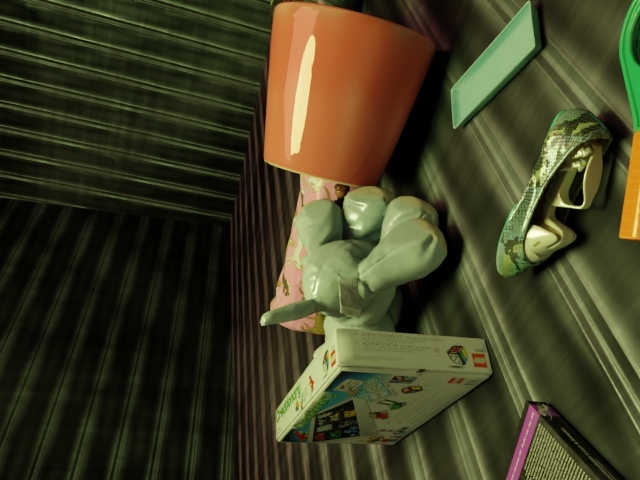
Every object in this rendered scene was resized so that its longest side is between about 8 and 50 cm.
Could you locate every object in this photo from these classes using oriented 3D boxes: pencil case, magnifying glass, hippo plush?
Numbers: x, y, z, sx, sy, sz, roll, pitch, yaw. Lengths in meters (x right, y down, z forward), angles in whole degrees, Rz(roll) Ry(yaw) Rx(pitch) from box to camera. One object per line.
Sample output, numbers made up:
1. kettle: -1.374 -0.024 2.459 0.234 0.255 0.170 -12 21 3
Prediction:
1. pencil case: 0.000 0.000 1.232 0.167 0.159 0.387 -48 -30 -71
2. magnifying glass: 0.281 -0.114 0.507 0.092 0.026 0.231 -166 86 -75
3. hippo plush: 0.083 0.084 0.905 0.294 0.234 0.237 -78 -25 -50

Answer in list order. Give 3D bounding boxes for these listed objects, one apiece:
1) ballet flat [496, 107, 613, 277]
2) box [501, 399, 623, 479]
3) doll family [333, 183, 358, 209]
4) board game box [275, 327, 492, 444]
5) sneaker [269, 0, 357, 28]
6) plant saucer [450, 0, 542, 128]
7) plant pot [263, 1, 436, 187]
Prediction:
1. ballet flat: 0.228 -0.032 0.594 0.070 0.070 0.189 -109 27 -59
2. box: 0.221 0.239 0.547 0.162 0.029 0.116 -120 39 -68
3. doll family: 0.057 -0.042 1.062 0.193 0.075 0.112 -30 -45 -76
4. board game box: 0.066 0.209 0.817 0.305 0.192 0.053 119 153 -53
5. sneaker: -0.034 -0.565 1.573 0.483 0.185 0.203 172 109 -76
6. plant saucer: 0.221 -0.217 0.782 0.192 0.018 0.067 133 142 -64
7. plant pot: 0.026 -0.224 0.988 0.275 0.274 0.243 -135 59 -71
